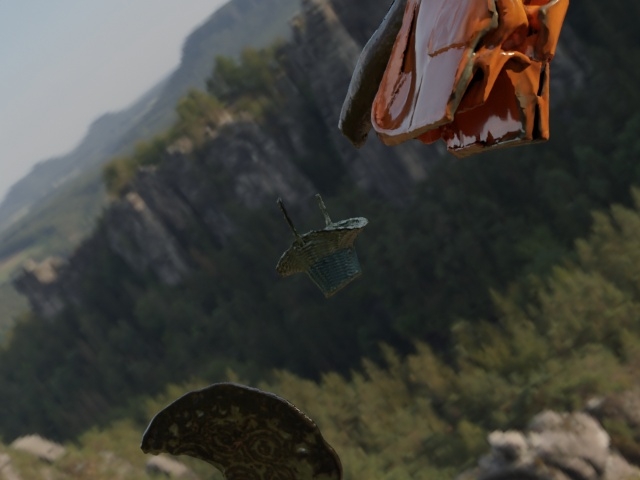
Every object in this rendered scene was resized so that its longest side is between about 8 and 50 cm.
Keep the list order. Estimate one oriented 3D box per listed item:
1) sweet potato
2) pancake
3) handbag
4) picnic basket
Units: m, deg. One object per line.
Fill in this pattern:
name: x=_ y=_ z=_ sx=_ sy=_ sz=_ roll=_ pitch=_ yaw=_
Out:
sweet potato: x=0.113 y=-0.233 z=1.294 sx=0.085 sy=0.112 sz=0.285 roll=42 pitch=104 yaw=42
pancake: x=-0.066 y=0.218 z=0.975 sx=0.184 sy=0.190 sz=0.020 roll=-13 pitch=6 yaw=16
handbag: x=0.173 y=-0.285 z=1.052 sx=0.303 sy=0.116 sz=0.409 roll=179 pitch=106 yaw=-81
picnic basket: x=0.000 y=0.000 z=0.833 sx=0.083 sy=0.083 sz=0.065 roll=-35 pitch=-7 yaw=30
